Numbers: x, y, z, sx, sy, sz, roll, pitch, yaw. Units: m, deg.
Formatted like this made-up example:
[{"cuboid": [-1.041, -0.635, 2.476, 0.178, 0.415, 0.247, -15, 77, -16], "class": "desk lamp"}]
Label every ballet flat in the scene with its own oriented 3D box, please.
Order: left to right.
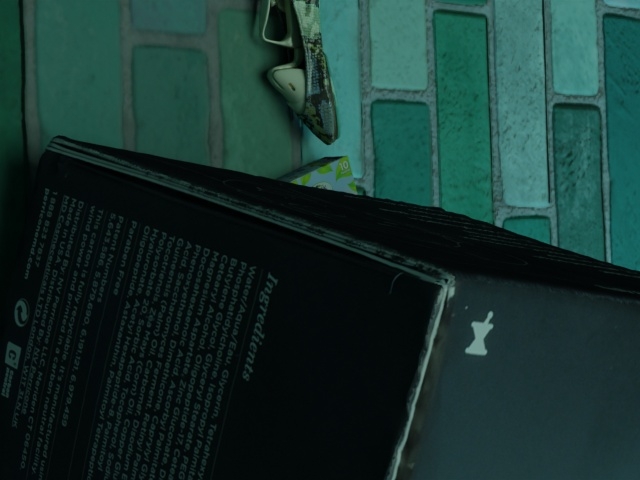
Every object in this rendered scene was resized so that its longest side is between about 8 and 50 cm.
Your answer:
[{"cuboid": [-0.026, -0.181, 1.510, 0.070, 0.070, 0.188, -12, 95, -43], "class": "ballet flat"}]

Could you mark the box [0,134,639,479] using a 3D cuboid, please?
[{"cuboid": [0.066, 0.129, 1.260, 0.480, 0.472, 0.297, 9, 95, -42], "class": "box"}]

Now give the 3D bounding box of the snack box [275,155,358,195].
[{"cuboid": [0.000, 0.000, 1.533, 0.100, 0.037, 0.141, -28, 109, -41], "class": "snack box"}]
